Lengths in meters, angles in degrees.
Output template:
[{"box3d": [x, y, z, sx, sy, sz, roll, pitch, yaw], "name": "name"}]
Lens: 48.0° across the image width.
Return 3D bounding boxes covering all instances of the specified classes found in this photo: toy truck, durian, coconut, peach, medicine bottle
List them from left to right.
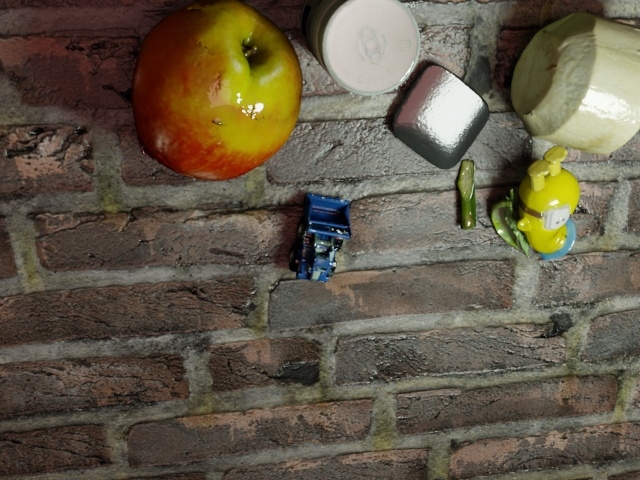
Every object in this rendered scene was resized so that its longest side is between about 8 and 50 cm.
[{"box3d": [-0.221, -0.297, 1.458, 0.369, 0.370, 0.370, -4, 115, -8], "name": "peach"}, {"box3d": [0.000, 0.000, 1.731, 0.113, 0.126, 0.208, 9, 112, -13], "name": "toy truck"}, {"box3d": [0.071, -0.415, 1.440, 0.189, 0.332, 0.190, -4, 115, -8], "name": "medicine bottle"}, {"box3d": [0.484, -0.056, 1.804, 0.086, 0.100, 0.215, -28, 123, 0], "name": "durian"}, {"box3d": [0.600, -0.343, 1.596, 0.322, 0.323, 0.323, -4, 115, -8], "name": "coconut"}]

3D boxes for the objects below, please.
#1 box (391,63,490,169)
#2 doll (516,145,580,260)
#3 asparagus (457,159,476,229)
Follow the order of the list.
[{"box3d": [0.282, -0.290, 1.695, 0.212, 0.042, 0.201, 30, 106, -20], "name": "box"}, {"box3d": [0.548, -0.068, 1.754, 0.199, 0.145, 0.363, -36, 139, -13], "name": "doll"}, {"box3d": [0.367, -0.113, 1.792, 0.045, 0.041, 0.179, -13, 115, -13], "name": "asparagus"}]
